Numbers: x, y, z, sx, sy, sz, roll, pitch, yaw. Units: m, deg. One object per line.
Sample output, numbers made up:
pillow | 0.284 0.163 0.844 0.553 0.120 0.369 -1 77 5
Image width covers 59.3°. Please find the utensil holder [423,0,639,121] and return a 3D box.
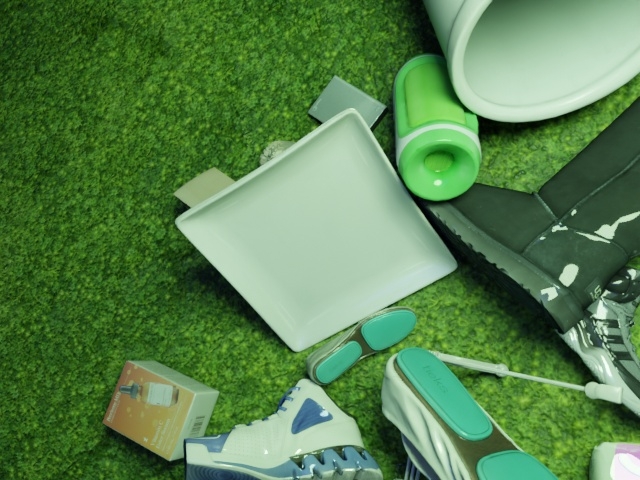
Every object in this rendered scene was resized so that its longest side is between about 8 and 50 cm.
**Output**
utensil holder | 0.307 -0.430 0.863 0.328 0.327 0.385 -21 56 15

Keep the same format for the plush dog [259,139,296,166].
plush dog | -0.051 -0.048 1.030 0.263 0.211 0.225 22 110 23

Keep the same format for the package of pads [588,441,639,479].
package of pads | 0.511 0.387 0.720 0.297 0.101 0.229 0 57 20

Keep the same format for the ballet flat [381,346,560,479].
ballet flat | 0.205 0.308 0.741 0.139 0.139 0.400 -47 41 5

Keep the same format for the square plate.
square plate | 0.000 0.000 0.945 0.344 0.347 0.049 -30 27 15

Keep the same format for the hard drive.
hard drive | 0.053 -0.255 1.111 0.135 0.022 0.094 38 93 24

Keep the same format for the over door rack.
over door rack | 0.271 0.305 0.830 0.324 0.108 0.239 2 77 47

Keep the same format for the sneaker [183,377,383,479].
sneaker | -0.067 0.329 0.932 0.316 0.127 0.182 6 36 -15

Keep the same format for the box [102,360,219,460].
box | -0.304 0.320 1.077 0.171 0.091 0.130 17 85 23

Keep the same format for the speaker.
speaker | 0.184 -0.197 0.923 0.131 0.131 0.296 -14 39 17

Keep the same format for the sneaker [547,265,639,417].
sneaker | 0.445 0.129 0.832 0.153 0.101 0.268 -41 65 11

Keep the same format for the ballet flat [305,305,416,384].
ballet flat | 0.066 0.171 0.981 0.213 0.068 0.072 -31 108 -9

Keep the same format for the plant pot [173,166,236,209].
plant pot | -0.208 -0.080 1.130 0.109 0.109 0.096 34 79 23

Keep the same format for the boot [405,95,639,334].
boot | 0.404 -0.119 0.875 0.445 0.146 0.367 -43 49 1
